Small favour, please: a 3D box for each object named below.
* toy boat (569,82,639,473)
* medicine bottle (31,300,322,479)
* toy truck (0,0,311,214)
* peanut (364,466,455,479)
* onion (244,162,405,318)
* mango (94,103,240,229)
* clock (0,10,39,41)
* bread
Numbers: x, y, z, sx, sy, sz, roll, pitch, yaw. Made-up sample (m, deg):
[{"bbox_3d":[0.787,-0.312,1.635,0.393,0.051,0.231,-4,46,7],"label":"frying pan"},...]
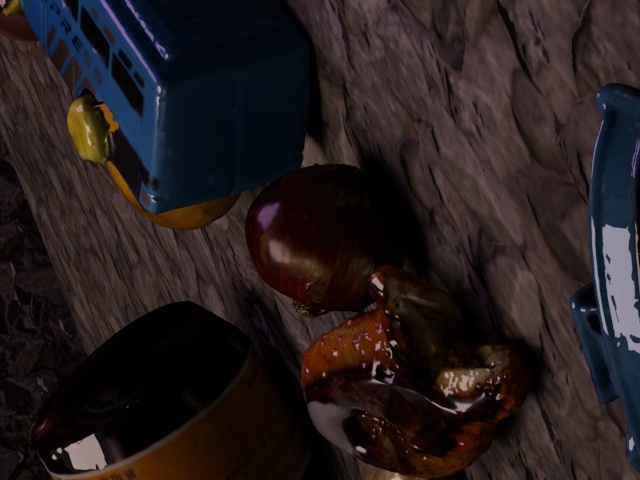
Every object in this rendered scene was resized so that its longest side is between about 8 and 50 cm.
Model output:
[{"bbox_3d":[0.162,0.033,0.862,0.097,0.100,0.223,13,125,55],"label":"toy boat"},{"bbox_3d":[-0.093,0.276,1.906,0.395,0.242,0.242,56,169,-17],"label":"medicine bottle"},{"bbox_3d":[-0.148,-0.198,1.492,0.385,0.161,0.162,56,151,35],"label":"toy truck"},{"bbox_3d":[0.073,0.222,1.515,0.082,0.082,0.187,51,158,43],"label":"peanut"},{"bbox_3d":[0.000,0.000,1.339,0.117,0.119,0.118,4,118,58],"label":"onion"},{"bbox_3d":[-0.138,-0.099,1.688,0.317,0.119,0.176,-132,19,-72],"label":"mango"},{"bbox_3d":[-0.279,-0.295,1.697,0.244,0.056,0.244,28,-123,-55],"label":"clock"},{"bbox_3d":[0.065,0.092,1.311,0.139,0.095,0.269,36,151,0],"label":"bread"}]
